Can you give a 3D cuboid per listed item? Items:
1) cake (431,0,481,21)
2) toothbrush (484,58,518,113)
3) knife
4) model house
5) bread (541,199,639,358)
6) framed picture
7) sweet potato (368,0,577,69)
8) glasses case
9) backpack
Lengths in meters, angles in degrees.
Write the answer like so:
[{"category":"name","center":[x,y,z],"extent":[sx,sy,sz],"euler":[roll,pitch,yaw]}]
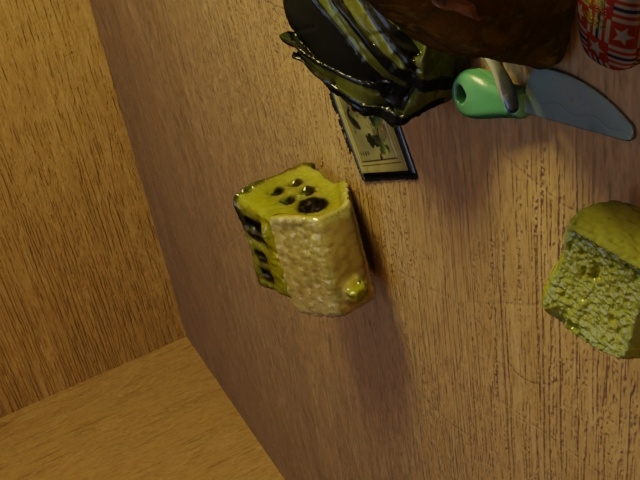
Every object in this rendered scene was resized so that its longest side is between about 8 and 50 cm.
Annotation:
[{"category":"cake","center":[0.128,-0.365,0.593],"extent":[0.314,0.307,0.293],"euler":[58,158,25]},{"category":"toothbrush","center":[0.151,-0.249,1.090],"extent":[0.027,0.021,0.269],"euler":[111,139,-63]},{"category":"knife","center":[0.224,-0.146,1.046],"extent":[0.260,0.035,0.063],"euler":[21,120,57]},{"category":"model house","center":[0.000,0.000,1.668],"extent":[0.234,0.175,0.193],"euler":[23,133,51]},{"category":"bread","center":[0.281,0.034,0.959],"extent":[0.129,0.111,0.114],"euler":[31,140,32]},{"category":"framed picture","center":[0.065,-0.175,1.477],"extent":[0.195,0.010,0.199],"euler":[6,118,70]},{"category":"sweet potato","center":[0.103,-0.249,0.898],"extent":[0.158,0.370,0.157],"euler":[-10,75,42]},{"category":"glasses case","center":[0.244,-0.228,0.840],"extent":[0.073,0.049,0.194],"euler":[46,153,47]},{"category":"backpack","center":[0.058,-0.253,1.195],"extent":[0.253,0.140,0.207],"euler":[50,156,16]}]
